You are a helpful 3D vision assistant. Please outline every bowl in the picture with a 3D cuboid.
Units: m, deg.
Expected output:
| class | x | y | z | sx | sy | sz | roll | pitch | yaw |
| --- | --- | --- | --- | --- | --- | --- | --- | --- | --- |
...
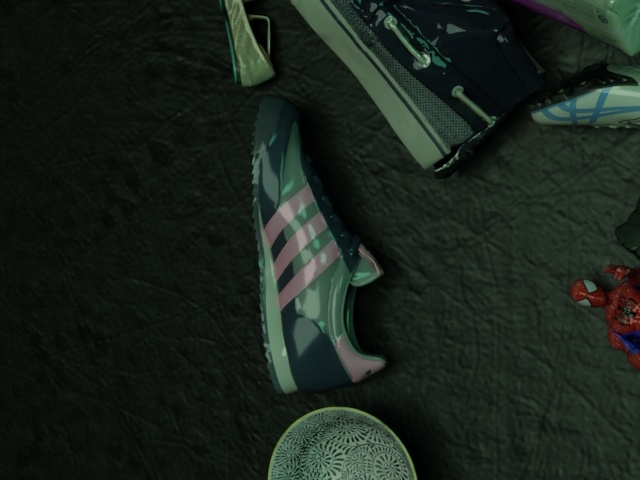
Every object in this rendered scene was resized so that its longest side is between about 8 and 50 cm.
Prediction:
| class | x | y | z | sx | sy | sz | roll | pitch | yaw |
| --- | --- | --- | --- | --- | --- | --- | --- | --- | --- |
| bowl | 0.038 | 0.253 | 1.476 | 0.170 | 0.080 | 0.170 | 0 | 91 | 26 |

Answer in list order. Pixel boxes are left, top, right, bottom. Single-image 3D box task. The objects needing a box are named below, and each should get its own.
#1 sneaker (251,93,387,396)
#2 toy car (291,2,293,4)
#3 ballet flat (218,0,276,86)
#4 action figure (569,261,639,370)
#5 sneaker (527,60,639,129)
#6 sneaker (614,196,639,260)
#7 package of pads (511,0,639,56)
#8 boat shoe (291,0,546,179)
| class | x | y | z | sx | sy | sz | roll | pitch | yaw |
| --- | --- | --- | --- | --- | --- | --- | --- | --- | --- |
| sneaker | 0.000 | 0.000 | 1.493 | 0.131 | 0.112 | 0.319 | -6 | 91 | 9 |
| toy car | -0.011 | -0.392 | 1.490 | 0.225 | 0.053 | 0.239 | 55 | 137 | 30 |
| ballet flat | -0.085 | -0.252 | 1.555 | 0.052 | 0.057 | 0.168 | -13 | 88 | -2 |
| action figure | 0.348 | 0.094 | 1.298 | 0.280 | 0.139 | 0.091 | 23 | 99 | 26 |
| sneaker | 0.310 | -0.130 | 1.344 | 0.237 | 0.085 | 0.086 | -6 | 114 | 32 |
| sneaker | 0.416 | 0.005 | 1.281 | 0.286 | 0.109 | 0.130 | 26 | 95 | 21 |
| package of pads | 0.270 | -0.332 | 1.272 | 0.229 | 0.101 | 0.296 | 34 | 80 | 39 |
| boat shoe | 0.080 | -0.237 | 1.395 | 0.158 | 0.127 | 0.340 | -35 | 104 | 16 |
